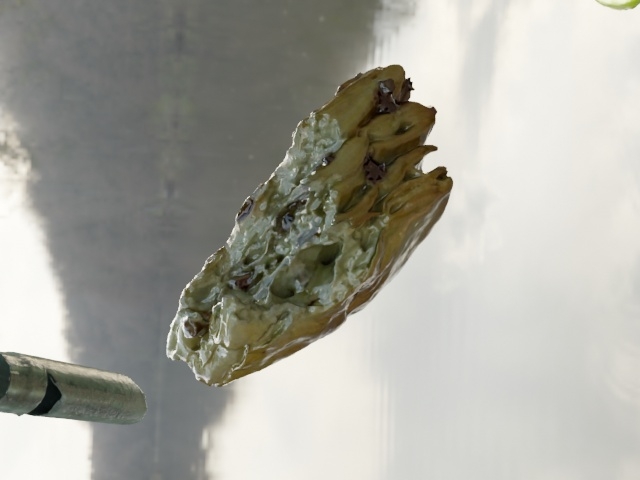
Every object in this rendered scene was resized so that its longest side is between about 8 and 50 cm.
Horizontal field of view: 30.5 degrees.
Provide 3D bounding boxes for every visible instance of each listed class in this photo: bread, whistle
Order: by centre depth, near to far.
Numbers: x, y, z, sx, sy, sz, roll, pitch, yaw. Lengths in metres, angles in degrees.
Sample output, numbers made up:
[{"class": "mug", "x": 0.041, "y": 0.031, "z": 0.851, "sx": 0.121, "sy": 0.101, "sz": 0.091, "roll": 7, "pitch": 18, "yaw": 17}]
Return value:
[{"class": "whistle", "x": -0.266, "y": 0.156, "z": 1.218, "sx": 0.312, "sy": 0.062, "sz": 0.062, "roll": 34, "pitch": -125, "yaw": -70}, {"class": "bread", "x": 0.000, "y": 0.000, "z": 1.380, "sx": 0.370, "sy": 0.191, "sz": 0.314, "roll": -48, "pitch": -6, "yaw": -39}]

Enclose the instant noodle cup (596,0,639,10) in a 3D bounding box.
[{"class": "instant noodle cup", "x": 0.323, "y": -0.365, "z": 0.965, "sx": 0.311, "sy": 0.221, "sz": 0.311, "roll": 166, "pitch": 90, "yaw": -84}]
